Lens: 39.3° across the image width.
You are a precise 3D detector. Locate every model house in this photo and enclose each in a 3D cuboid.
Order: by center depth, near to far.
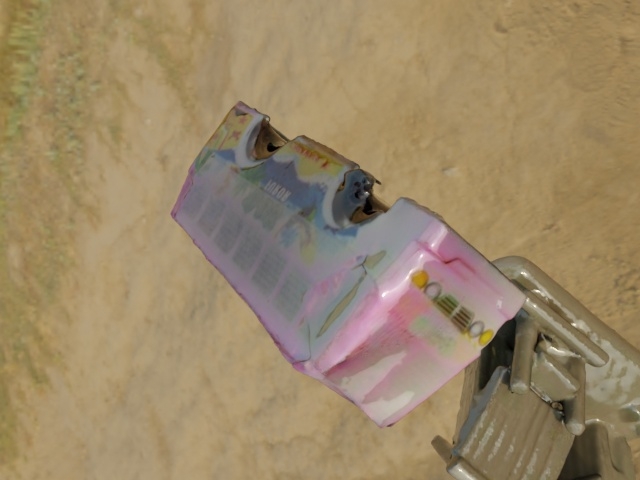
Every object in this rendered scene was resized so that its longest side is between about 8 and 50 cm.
[{"bbox_3d":[0.179,0.152,0.707,0.229,0.188,0.122,40,134,-16],"label":"model house"}]

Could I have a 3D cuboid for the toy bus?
[{"bbox_3d":[0.000,0.000,0.544,0.112,0.090,0.274,-52,32,1],"label":"toy bus"}]
